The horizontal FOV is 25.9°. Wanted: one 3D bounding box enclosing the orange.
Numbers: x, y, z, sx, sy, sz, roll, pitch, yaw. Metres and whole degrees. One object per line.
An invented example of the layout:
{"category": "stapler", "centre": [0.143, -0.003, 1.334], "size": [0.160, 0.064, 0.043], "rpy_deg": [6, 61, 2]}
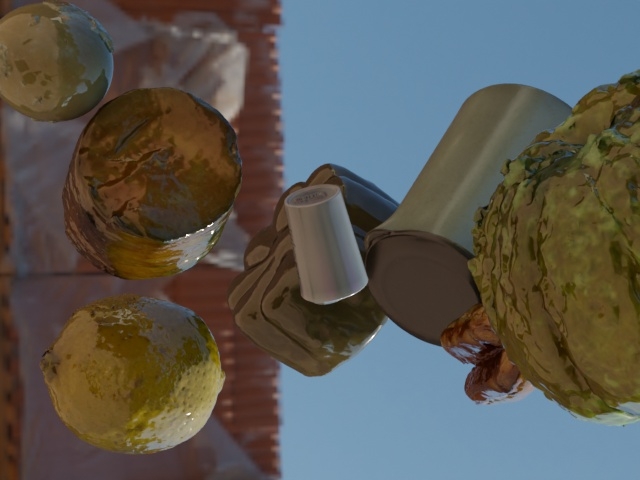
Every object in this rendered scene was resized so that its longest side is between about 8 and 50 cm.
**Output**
{"category": "orange", "centre": [0.250, -0.012, 1.008], "size": [0.301, 0.223, 0.300], "rpy_deg": [-40, -164, 5]}

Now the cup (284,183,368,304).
{"category": "cup", "centre": [0.000, 0.000, 1.492], "size": [0.104, 0.074, 0.116], "rpy_deg": [-127, -159, -68]}

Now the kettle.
{"category": "kettle", "centre": [0.282, 0.003, 2.107], "size": [0.250, 0.361, 0.377], "rpy_deg": [-38, -169, 50]}

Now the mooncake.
{"category": "mooncake", "centre": [-0.007, 0.045, 2.516], "size": [0.378, 0.201, 0.378], "rpy_deg": [-42, -152, 29]}

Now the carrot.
{"category": "carrot", "centre": [-0.236, -0.075, 1.944], "size": [0.340, 0.241, 0.241], "rpy_deg": [141, -54, -75]}

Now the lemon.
{"category": "lemon", "centre": [-0.295, 0.208, 2.165], "size": [0.253, 0.310, 0.253], "rpy_deg": [-17, -110, 56]}

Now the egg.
{"category": "egg", "centre": [-0.360, -0.239, 1.842], "size": [0.201, 0.164, 0.164], "rpy_deg": [22, -69, 46]}

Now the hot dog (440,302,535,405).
{"category": "hot dog", "centre": [0.235, 0.141, 1.793], "size": [0.337, 0.100, 0.135], "rpy_deg": [109, -43, -79]}
